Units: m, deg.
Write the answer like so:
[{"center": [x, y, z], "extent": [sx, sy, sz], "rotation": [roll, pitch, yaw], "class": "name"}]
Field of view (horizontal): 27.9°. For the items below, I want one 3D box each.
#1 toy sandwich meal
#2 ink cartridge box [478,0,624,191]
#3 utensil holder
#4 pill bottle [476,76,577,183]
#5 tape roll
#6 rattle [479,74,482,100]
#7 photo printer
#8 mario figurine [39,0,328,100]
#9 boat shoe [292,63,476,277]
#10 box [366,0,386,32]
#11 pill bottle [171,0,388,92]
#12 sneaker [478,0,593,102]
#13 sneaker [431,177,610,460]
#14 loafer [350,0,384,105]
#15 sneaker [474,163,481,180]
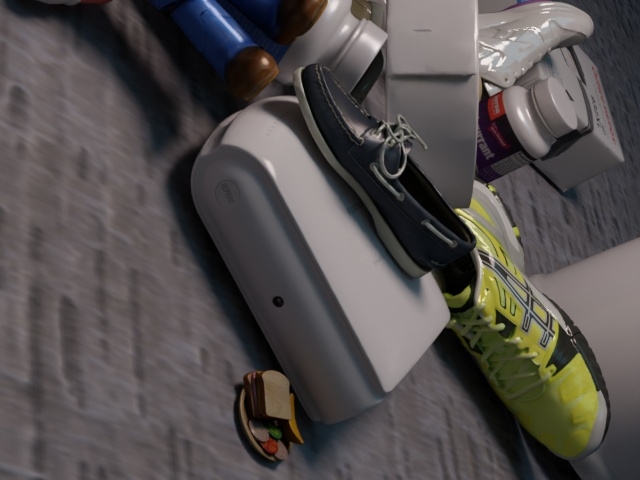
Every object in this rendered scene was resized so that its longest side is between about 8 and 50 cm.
[{"center": [-0.043, 0.159, 1.173], "extent": [0.085, 0.029, 0.086], "rotation": [41, 34, -37], "class": "toy sandwich meal"}, {"center": [0.369, -0.257, 2.158], "extent": [0.307, 0.129, 0.223], "rotation": [34, 39, -45], "class": "ink cartridge box"}, {"center": [0.504, 0.136, 1.735], "extent": [0.327, 0.385, 0.328], "rotation": [52, 25, -36], "class": "utensil holder"}, {"center": [0.252, -0.148, 1.784], "extent": [0.108, 0.193, 0.108], "rotation": [42, 34, -37], "class": "pill bottle"}, {"center": [0.124, -0.177, 1.485], "extent": [0.286, 0.100, 0.286], "rotation": [1, 90, -87], "class": "tape roll"}, {"center": [0.129, -0.229, 1.698], "extent": [0.142, 0.130, 0.200], "rotation": [-26, 129, -26], "class": "rattle"}, {"center": [0.000, 0.000, 1.303], "extent": [0.308, 0.107, 0.256], "rotation": [62, 26, -4], "class": "photo printer"}, {"center": [-0.147, -0.272, 1.163], "extent": [0.320, 0.170, 0.198], "rotation": [37, 41, -14], "class": "mario figurine"}, {"center": [0.064, -0.076, 1.275], "extent": [0.254, 0.079, 0.095], "rotation": [56, 26, -14], "class": "boat shoe"}, {"center": [0.120, -0.352, 1.871], "extent": [0.067, 0.063, 0.324], "rotation": [60, 27, -9], "class": "box"}, {"center": [-0.046, -0.238, 1.332], "extent": [0.221, 0.124, 0.124], "rotation": [35, 32, -4], "class": "pill bottle"}, {"center": [0.274, -0.274, 1.926], "extent": [0.305, 0.114, 0.152], "rotation": [-11, 80, -18], "class": "sneaker"}, {"center": [0.213, 0.107, 1.587], "extent": [0.147, 0.145, 0.385], "rotation": [-20, 76, -53], "class": "sneaker"}, {"center": [0.022, -0.228, 1.583], "extent": [0.087, 0.094, 0.251], "rotation": [24, 33, -12], "class": "loafer"}, {"center": [0.195, -0.067, 1.712], "extent": [0.188, 0.067, 0.078], "rotation": [62, 36, -39], "class": "sneaker"}]
